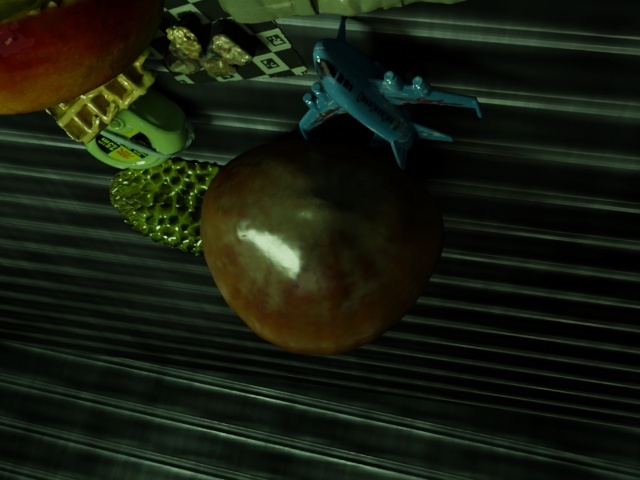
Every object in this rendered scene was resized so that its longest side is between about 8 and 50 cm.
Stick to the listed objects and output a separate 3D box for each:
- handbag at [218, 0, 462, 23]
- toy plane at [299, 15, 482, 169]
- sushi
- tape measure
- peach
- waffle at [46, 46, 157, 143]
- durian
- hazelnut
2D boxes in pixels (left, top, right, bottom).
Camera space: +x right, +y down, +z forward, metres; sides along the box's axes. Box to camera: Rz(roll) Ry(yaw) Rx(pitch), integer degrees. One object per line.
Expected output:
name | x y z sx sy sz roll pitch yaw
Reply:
handbag | 0.009 -0.315 0.842 0.316 0.109 0.253 -2 151 15
toy plane | 0.065 -0.181 1.140 0.254 0.105 0.271 -3 152 29
sushi | -0.146 -0.244 1.174 0.210 0.040 0.193 -1 155 27
tape measure | -0.281 -0.172 1.345 0.177 0.087 0.154 31 137 -32
peach | -0.354 -0.255 0.932 0.381 0.306 0.242 8 151 -6
waffle | -0.300 -0.232 1.173 0.211 0.055 0.160 -28 113 39
durian | -0.202 -0.065 1.583 0.352 0.158 0.169 11 -168 0
hazelnut | 0.000 0.004 1.332 0.366 0.365 0.366 10 157 4
